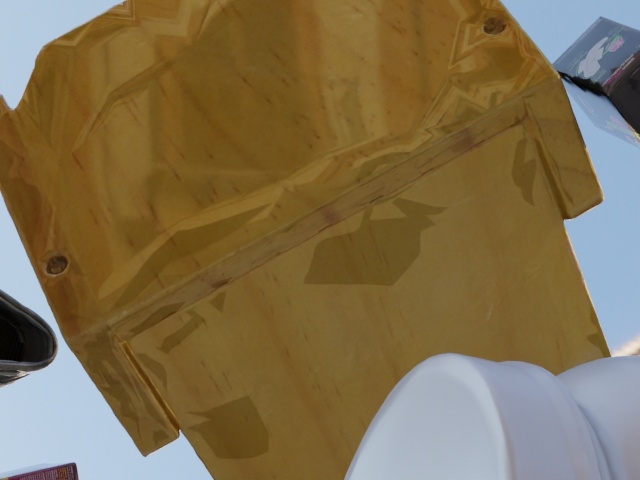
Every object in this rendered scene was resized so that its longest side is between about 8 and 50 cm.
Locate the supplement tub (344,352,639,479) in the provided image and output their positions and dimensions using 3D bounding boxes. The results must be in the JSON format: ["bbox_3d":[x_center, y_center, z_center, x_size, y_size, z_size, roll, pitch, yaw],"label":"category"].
[{"bbox_3d":[0.178,0.180,0.580,0.331,0.241,0.241,15,-52,-15],"label":"supplement tub"}]

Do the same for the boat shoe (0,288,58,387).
[{"bbox_3d":[-0.378,0.042,1.311,0.119,0.121,0.335,-17,-30,42],"label":"boat shoe"}]

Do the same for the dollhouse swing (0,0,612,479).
[{"bbox_3d":[0.000,0.000,1.075,0.346,0.315,0.305,-30,-36,-2],"label":"dollhouse swing"}]

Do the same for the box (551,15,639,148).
[{"bbox_3d":[0.199,-0.100,0.961,0.052,0.083,0.062,-45,-64,0],"label":"box"}]

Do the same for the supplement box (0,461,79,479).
[{"bbox_3d":[-0.269,0.231,1.360,0.055,0.083,0.043,-12,-94,46],"label":"supplement box"}]
